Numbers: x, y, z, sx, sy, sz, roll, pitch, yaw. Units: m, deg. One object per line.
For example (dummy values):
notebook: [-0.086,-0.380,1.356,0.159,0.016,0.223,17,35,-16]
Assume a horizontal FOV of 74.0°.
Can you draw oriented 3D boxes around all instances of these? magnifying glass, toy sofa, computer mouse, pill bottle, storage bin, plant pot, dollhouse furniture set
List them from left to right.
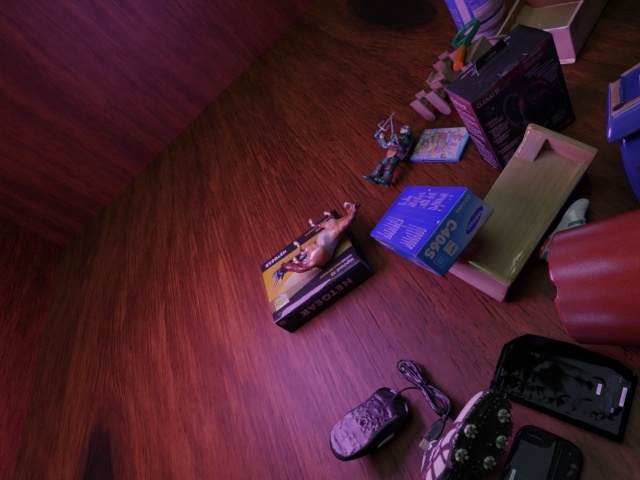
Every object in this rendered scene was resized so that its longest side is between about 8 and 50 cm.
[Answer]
computer mouse: [0.154,0.389,0.885,0.262,0.060,0.184,-42,35,-10]
magnifying glass: [0.410,-0.560,1.217,0.092,0.026,0.231,-31,28,49]
dollhouse furniture set: [0.439,-0.477,1.291,0.212,0.161,0.242,-60,19,-13]
pill bottle: [0.482,-0.747,1.326,0.152,0.272,0.152,-23,46,27]
toy sofa: [0.432,-0.054,0.941,0.150,0.177,0.362,33,82,25]
storage bin: [0.640,-0.640,1.216,0.260,0.123,0.262,21,74,48]
plant pot: [0.533,0.056,0.668,0.265,0.272,0.272,-15,50,44]
plant pot: [0.632,-0.213,0.720,0.236,0.212,0.236,-32,17,48]

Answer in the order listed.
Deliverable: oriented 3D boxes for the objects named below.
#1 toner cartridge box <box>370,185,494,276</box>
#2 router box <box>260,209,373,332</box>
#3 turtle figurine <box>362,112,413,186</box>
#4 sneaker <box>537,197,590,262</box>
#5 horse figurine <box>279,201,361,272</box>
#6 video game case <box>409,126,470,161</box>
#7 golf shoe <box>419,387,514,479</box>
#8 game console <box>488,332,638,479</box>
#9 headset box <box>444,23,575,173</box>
toner cartridge box: [0.228,-0.036,0.960,0.165,0.075,0.348,-54,10,2]
router box: [-0.023,0.087,1.263,0.309,0.081,0.243,-38,41,13]
turtle figurine: [0.222,-0.284,1.309,0.234,0.118,0.175,-65,11,2]
sneaker: [0.525,-0.010,0.879,0.075,0.057,0.161,35,84,33]
horse figurine: [0.000,0.000,1.198,0.263,0.066,0.174,-54,34,-12]
video game case: [0.360,-0.286,1.268,0.166,0.015,0.119,12,67,46]
golf shoe: [0.237,0.375,0.752,0.273,0.105,0.120,-64,15,0]
game console: [0.377,0.343,0.731,0.213,0.044,0.361,10,66,48]
headset box: [0.451,-0.335,1.009,0.218,0.293,0.110,-41,41,10]
